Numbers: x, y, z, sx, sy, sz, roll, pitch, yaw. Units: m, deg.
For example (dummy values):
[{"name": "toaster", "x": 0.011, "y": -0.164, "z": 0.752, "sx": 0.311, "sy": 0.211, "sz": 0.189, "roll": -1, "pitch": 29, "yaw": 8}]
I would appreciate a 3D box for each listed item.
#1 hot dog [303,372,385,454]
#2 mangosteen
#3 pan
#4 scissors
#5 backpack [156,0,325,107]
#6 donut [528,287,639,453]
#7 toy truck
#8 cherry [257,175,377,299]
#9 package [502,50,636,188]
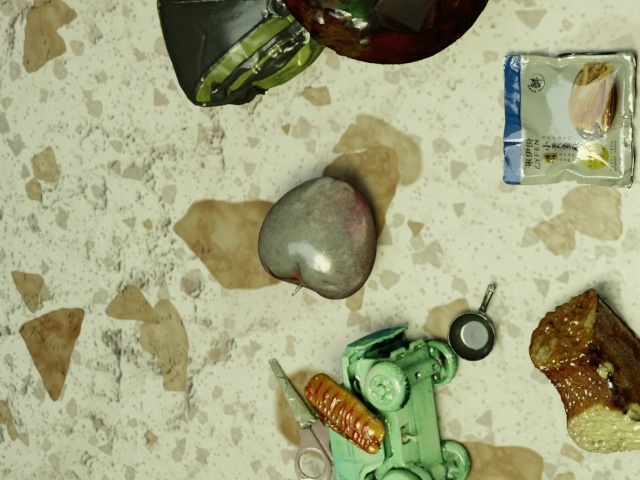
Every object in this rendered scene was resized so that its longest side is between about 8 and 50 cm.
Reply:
[{"name": "hot dog", "x": 0.031, "y": 0.233, "z": 1.532, "sx": 0.144, "sy": 0.038, "sz": 0.062, "roll": 39, "pitch": 126, "yaw": 33}, {"name": "mangosteen", "x": 0.084, "y": -0.368, "z": 1.412, "sx": 0.311, "sy": 0.311, "sz": 0.311, "roll": 6, "pitch": 103, "yaw": 28}, {"name": "pan", "x": 0.218, "y": 0.110, "z": 1.577, "sx": 0.068, "sy": 0.023, "sz": 0.115, "roll": 27, "pitch": 108, "yaw": 19}, {"name": "scissors", "x": -0.023, "y": 0.265, "z": 1.721, "sx": 0.212, "sy": 0.110, "sz": 0.021, "roll": 59, "pitch": 162, "yaw": 19}, {"name": "backpack", "x": -0.107, "y": -0.303, "z": 1.603, "sx": 0.253, "sy": 0.140, "sz": 0.207, "roll": -18, "pitch": 93, "yaw": 29}, {"name": "donut", "x": 0.359, "y": 0.179, "z": 1.470, "sx": 0.126, "sy": 0.144, "sz": 0.186, "roll": -27, "pitch": 117, "yaw": 36}, {"name": "toy truck", "x": 0.102, "y": 0.264, "z": 1.601, "sx": 0.156, "sy": 0.155, "sz": 0.279, "roll": -3, "pitch": 99, "yaw": 37}, {"name": "cherry", "x": -0.003, "y": -0.003, "z": 1.612, "sx": 0.176, "sy": 0.140, "sz": 0.176, "roll": -3, "pitch": 78, "yaw": 16}, {"name": "package", "x": 0.315, "y": -0.153, "z": 1.468, "sx": 0.173, "sy": 0.027, "sz": 0.171, "roll": 2, "pitch": 101, "yaw": 25}]
